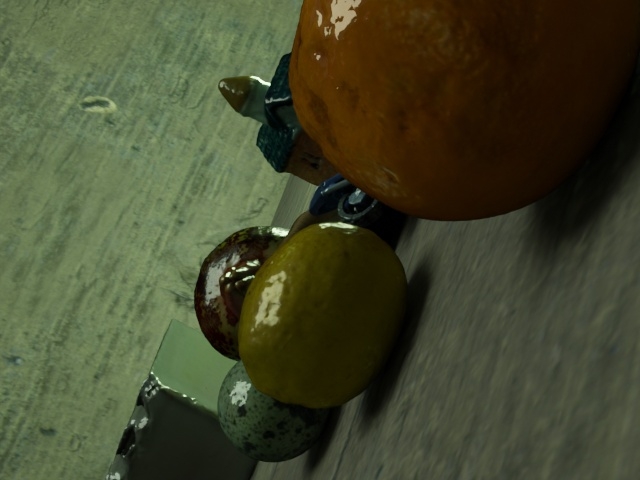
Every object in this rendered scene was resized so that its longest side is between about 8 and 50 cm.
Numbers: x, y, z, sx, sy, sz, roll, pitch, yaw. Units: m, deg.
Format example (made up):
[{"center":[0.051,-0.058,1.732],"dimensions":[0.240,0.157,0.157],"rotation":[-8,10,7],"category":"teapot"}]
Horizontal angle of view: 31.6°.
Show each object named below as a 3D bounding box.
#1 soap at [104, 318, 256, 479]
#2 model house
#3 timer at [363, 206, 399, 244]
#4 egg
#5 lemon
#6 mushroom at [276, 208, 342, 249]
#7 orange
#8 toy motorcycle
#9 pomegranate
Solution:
[{"center":[-0.236,0.340,1.966],"dimensions":[0.435,0.213,0.350],"rotation":[-90,22,-74],"category":"soap"},{"center":[-0.002,-0.201,1.642],"dimensions":[0.253,0.291,0.184],"rotation":[123,163,-57],"category":"model house"},{"center":[0.068,-0.016,1.452],"dimensions":[0.187,0.055,0.144],"rotation":[-65,7,-20],"category":"timer"},{"center":[-0.053,0.192,1.343],"dimensions":[0.172,0.132,0.132],"rotation":[-37,-29,-79],"category":"egg"},{"center":[0.004,0.073,1.155],"dimensions":[0.207,0.170,0.170],"rotation":[-62,5,-14],"category":"lemon"},{"center":[0.000,0.001,1.558],"dimensions":[0.210,0.094,0.072],"rotation":[-53,-27,-49],"category":"mushroom"},{"center":[0.101,-0.142,0.805],"dimensions":[0.261,0.261,0.261],"rotation":[-157,90,-84],"category":"orange"},{"center":[0.077,-0.099,1.364],"dimensions":[0.205,0.076,0.114],"rotation":[-51,37,-16],"category":"toy motorcycle"},{"center":[-0.090,0.078,1.617],"dimensions":[0.214,0.214,0.248],"rotation":[-67,-17,0],"category":"pomegranate"}]
